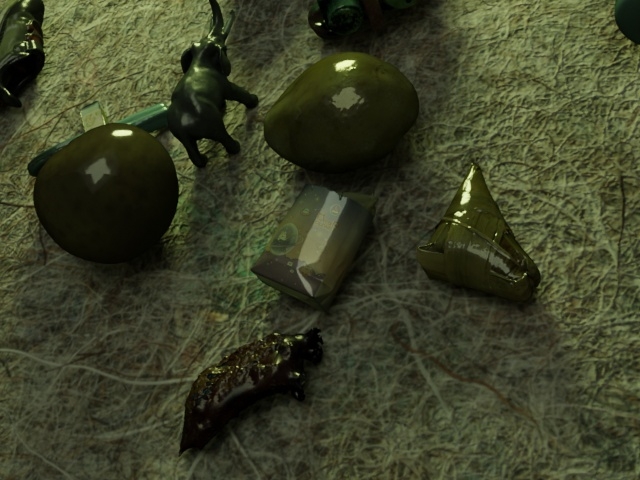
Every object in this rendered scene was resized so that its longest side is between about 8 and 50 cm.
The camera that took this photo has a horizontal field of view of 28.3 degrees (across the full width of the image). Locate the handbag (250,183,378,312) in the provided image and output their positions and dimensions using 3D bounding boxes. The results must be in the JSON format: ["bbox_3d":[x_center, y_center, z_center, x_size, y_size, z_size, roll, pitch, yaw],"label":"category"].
[{"bbox_3d":[0.000,0.000,1.702,0.117,0.095,0.173,24,77,29],"label":"handbag"}]

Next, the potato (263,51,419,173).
[{"bbox_3d":[0.026,-0.176,1.769,0.235,0.160,0.178,-14,13,32],"label":"potato"}]

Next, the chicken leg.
[{"bbox_3d":[-0.095,0.186,1.630,0.234,0.063,0.105,-28,46,7],"label":"chicken leg"}]

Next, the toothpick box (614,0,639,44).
[{"bbox_3d":[0.469,-0.362,1.722,0.120,0.120,0.184,1,54,24],"label":"toothpick box"}]

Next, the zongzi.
[{"bbox_3d":[0.227,-0.012,1.616,0.160,0.078,0.176,20,64,28],"label":"zongzi"}]

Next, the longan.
[{"bbox_3d":[-0.306,-0.063,1.814,0.220,0.196,0.196,-16,52,24],"label":"longan"}]

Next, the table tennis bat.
[{"bbox_3d":[-0.338,-0.154,1.944,0.237,0.149,0.038,-24,86,-15],"label":"table tennis bat"}]

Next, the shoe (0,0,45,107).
[{"bbox_3d":[-0.512,-0.311,2.144,0.112,0.099,0.227,20,71,26],"label":"shoe"}]

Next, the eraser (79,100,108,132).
[{"bbox_3d":[-0.360,-0.185,2.030,0.038,0.019,0.083,-27,50,7],"label":"eraser"}]

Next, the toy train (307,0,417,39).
[{"bbox_3d":[0.062,-0.443,1.947,0.221,0.150,0.304,-16,51,5],"label":"toy train"}]

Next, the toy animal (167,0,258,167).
[{"bbox_3d":[-0.159,-0.236,1.904,0.082,0.137,0.269,-1,65,27],"label":"toy animal"}]
